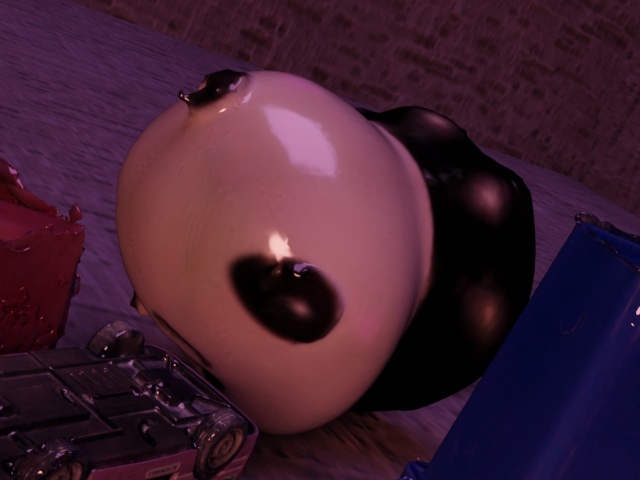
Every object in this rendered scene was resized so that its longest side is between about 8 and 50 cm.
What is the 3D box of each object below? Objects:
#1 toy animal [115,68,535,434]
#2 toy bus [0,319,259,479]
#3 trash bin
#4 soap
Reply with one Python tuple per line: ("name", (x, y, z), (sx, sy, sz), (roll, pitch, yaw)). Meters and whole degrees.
("toy animal", (0.000, 0.000, 0.936), (0.251, 0.251, 0.310), (30, 9, 28))
("toy bus", (-0.124, 0.108, 0.625), (0.096, 0.108, 0.199), (36, 19, 28))
("trash bin", (0.156, 0.116, 0.802), (0.184, 0.234, 0.162), (20, 13, -19))
("soap", (-0.260, -0.008, 0.787), (0.250, 0.099, 0.162), (17, 14, 10))
